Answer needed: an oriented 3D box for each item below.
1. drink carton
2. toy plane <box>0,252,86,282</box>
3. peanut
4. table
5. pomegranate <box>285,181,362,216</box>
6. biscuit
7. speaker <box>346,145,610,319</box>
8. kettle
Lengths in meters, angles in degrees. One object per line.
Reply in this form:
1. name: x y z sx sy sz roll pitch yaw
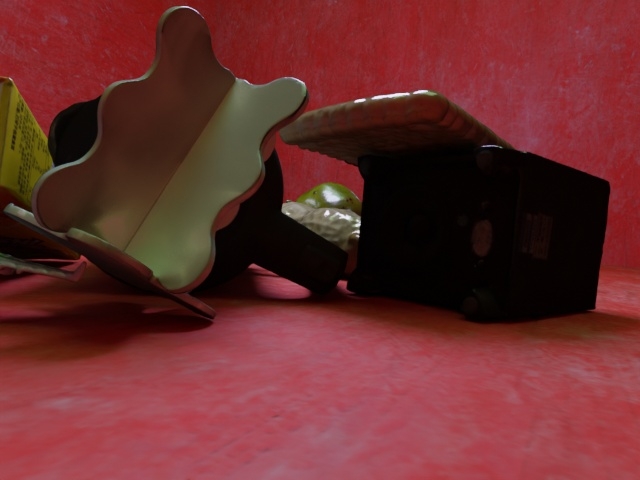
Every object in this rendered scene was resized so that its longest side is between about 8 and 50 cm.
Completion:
1. drink carton: -0.391 -0.060 0.553 0.155 0.111 0.351 3 -13 -16
2. toy plane: -0.295 -0.007 0.310 0.251 0.101 0.255 27 -20 -24
3. peanut: 0.000 0.000 0.858 0.136 0.120 0.298 28 -9 -35
4. table: -0.112 -0.063 0.384 0.167 0.198 0.166 24 -18 8
5. pomegranate: 0.009 -0.058 1.156 0.198 0.198 0.246 5 -24 31
6. biscuit: 0.124 -0.124 0.621 0.217 0.044 0.325 -2 -5 40
7. speaker: 0.193 -0.011 0.604 0.254 0.184 0.232 4 1 -40
8. kettle: -0.136 -0.040 0.655 0.361 0.250 0.377 33 -2 -12
